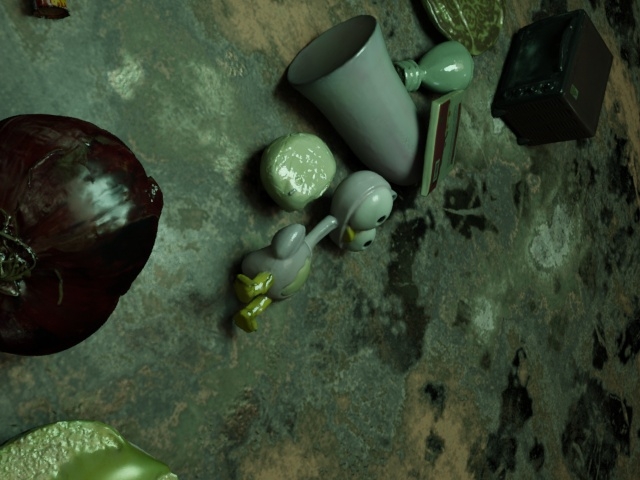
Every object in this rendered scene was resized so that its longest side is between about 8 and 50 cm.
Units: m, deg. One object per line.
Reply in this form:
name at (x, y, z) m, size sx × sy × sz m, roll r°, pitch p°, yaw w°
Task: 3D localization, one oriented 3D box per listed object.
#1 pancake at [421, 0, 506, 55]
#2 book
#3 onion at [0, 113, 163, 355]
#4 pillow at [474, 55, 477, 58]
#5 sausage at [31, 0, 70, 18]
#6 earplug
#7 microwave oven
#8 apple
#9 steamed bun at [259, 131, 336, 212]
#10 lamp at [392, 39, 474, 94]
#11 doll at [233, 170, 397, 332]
pancake at (0.295, -0.507, 1.299) m, size 0.250 × 0.031 × 0.250 m, roll 4°, pitch 82°, yaw -30°
book at (0.224, -0.185, 1.157) m, size 0.232 × 0.022 × 0.162 m, roll -41°, pitch 139°, yaw -62°
onion at (-0.300, -0.002, 0.721) m, size 0.221 × 0.281 × 0.281 m, roll 13°, pitch 75°, yaw 6°
pillow at (0.307, -0.494, 1.349) m, size 0.185 × 0.043 × 0.118 m, roll 40°, pitch 67°, yaw -30°
sausage at (-0.353, -0.358, 0.801) m, size 0.050 × 0.048 × 0.145 m, roll -13°, pitch 93°, yaw -44°
earplug at (0.095, -0.210, 1.096) m, size 0.301 × 0.172 × 0.172 m, roll 51°, pitch 58°, yaw -33°
microwave oven at (0.522, -0.365, 1.430) m, size 0.188 × 0.178 × 0.248 m, roll 33°, pitch 67°, yaw -33°
apple at (-0.327, 0.321, 0.738) m, size 0.193 × 0.120 × 0.265 m, roll 51°, pitch 55°, yaw -10°
steamed bun at (-0.044, -0.111, 1.008) m, size 0.112 × 0.091 × 0.130 m, roll 48°, pitch 60°, yaw -17°
lamp at (0.217, -0.331, 1.237) m, size 0.193 × 0.106 × 0.106 m, roll -17°, pitch 98°, yaw -28°
doll at (-0.001, -0.001, 1.013) m, size 0.365 × 0.094 × 0.160 m, roll -33°, pitch 150°, yaw -31°
